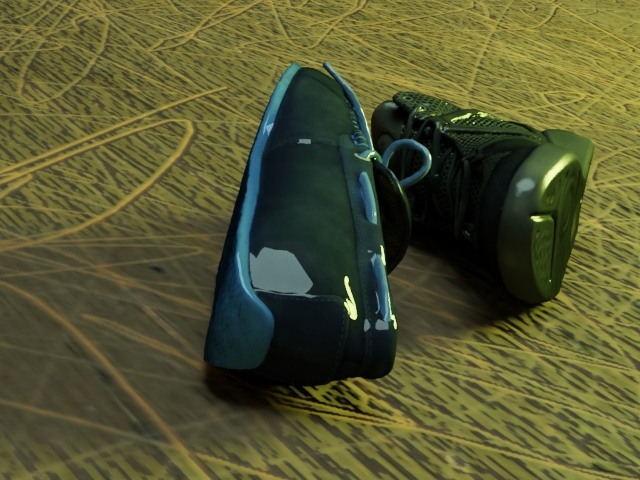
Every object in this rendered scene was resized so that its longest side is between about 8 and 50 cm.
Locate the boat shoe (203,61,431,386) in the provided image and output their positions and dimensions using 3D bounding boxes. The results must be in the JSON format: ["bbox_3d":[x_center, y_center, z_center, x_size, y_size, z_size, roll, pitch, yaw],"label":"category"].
[{"bbox_3d":[0.000,0.000,0.785,0.089,0.109,0.258,15,34,-4],"label":"boat shoe"}]

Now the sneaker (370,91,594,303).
[{"bbox_3d":[0.080,-0.026,0.897,0.130,0.087,0.227,10,14,9],"label":"sneaker"}]
